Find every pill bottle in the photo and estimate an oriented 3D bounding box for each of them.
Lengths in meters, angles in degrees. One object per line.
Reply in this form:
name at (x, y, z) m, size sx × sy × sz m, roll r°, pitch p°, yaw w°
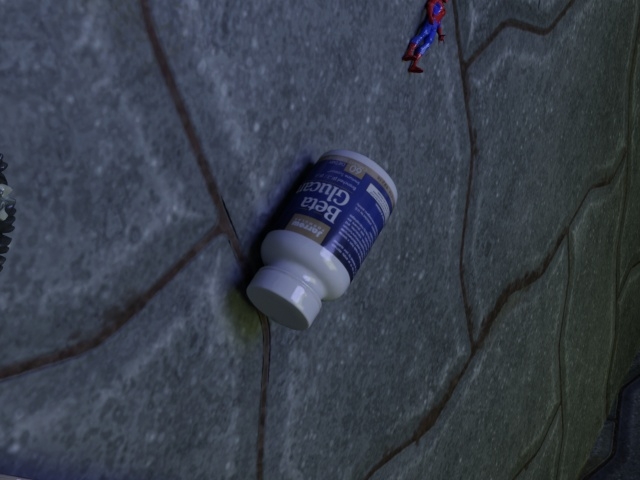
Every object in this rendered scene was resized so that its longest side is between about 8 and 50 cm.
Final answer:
pill bottle at (0.000, 0.000, 0.679) m, size 0.169 × 0.094 × 0.094 m, roll -58°, pitch 141°, yaw -27°

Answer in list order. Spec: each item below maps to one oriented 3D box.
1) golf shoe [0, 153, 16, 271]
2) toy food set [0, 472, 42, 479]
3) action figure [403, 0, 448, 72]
golf shoe at (-0.239, -0.044, 0.328) m, size 0.273 × 0.120 × 0.105 m, roll 91°, pitch 22°, yaw -57°
toy food set at (-0.191, 0.299, 0.522) m, size 0.306 × 0.092 × 0.219 m, roll 41°, pitch 55°, yaw -54°
action figure at (0.137, -0.262, 0.856) m, size 0.038 × 0.030 × 0.115 m, roll 42°, pitch 63°, yaw -46°
